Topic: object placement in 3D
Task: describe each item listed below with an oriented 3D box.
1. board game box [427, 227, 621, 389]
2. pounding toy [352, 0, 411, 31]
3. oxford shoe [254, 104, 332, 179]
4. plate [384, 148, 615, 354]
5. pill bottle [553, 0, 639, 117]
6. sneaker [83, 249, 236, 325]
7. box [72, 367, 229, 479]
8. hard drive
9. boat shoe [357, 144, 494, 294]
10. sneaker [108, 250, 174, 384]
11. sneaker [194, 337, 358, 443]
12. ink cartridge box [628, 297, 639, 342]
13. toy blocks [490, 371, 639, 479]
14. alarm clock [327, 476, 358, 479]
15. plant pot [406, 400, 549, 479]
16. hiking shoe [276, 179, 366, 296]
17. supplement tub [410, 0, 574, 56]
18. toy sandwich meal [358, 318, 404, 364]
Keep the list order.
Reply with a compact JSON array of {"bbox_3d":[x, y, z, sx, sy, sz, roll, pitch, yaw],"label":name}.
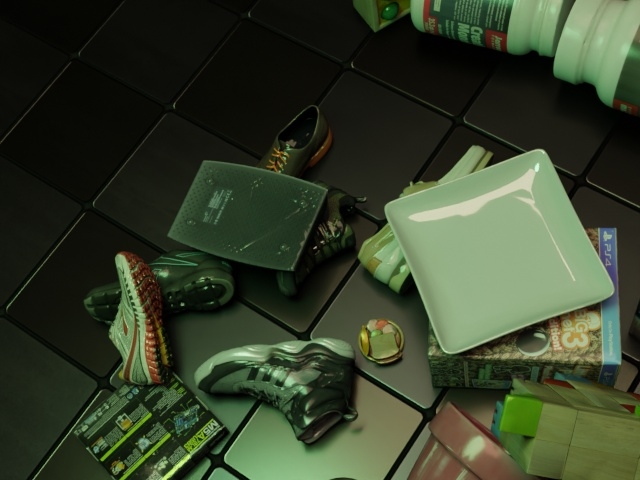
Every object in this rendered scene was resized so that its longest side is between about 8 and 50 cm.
[{"bbox_3d":[0.323,0.109,1.685,0.291,0.141,0.232,0,64,9],"label":"board game box"},{"bbox_3d":[0.151,-0.520,1.982,0.181,0.206,0.094,-31,64,-7],"label":"pounding toy"},{"bbox_3d":[-0.080,-0.131,1.886,0.097,0.098,0.271,27,71,19],"label":"oxford shoe"},{"bbox_3d":[0.272,0.019,1.632,0.277,0.045,0.278,-20,63,-2],"label":"plate"},{"bbox_3d":[0.604,-0.304,1.807,0.363,0.210,0.210,23,70,19],"label":"pill bottle"},{"bbox_3d":[-0.277,0.080,1.831,0.267,0.101,0.106,-10,43,3],"label":"sneaker"},{"bbox_3d":[-0.280,0.314,1.731,0.190,0.045,0.184,-43,68,-14],"label":"box"},{"bbox_3d":[-0.120,-0.038,1.790,0.254,0.054,0.172,14,71,27],"label":"hard drive"},{"bbox_3d":[0.182,-0.056,1.803,0.103,0.113,0.302,34,74,17],"label":"boat shoe"},{"bbox_3d":[-0.312,0.129,1.726,0.092,0.088,0.225,-10,87,15],"label":"sneaker"},{"bbox_3d":[-0.070,0.250,1.696,0.268,0.101,0.153,-8,61,2],"label":"sneaker"},{"bbox_3d":[0.629,0.027,1.666,0.332,0.165,0.065,-40,64,-12],"label":"ink cartridge box"},{"bbox_3d":[0.403,0.269,1.497,0.381,0.261,0.191,11,95,-7],"label":"toy blocks"},{"bbox_3d":[0.015,0.431,1.622,0.192,0.064,0.129,2,65,13],"label":"alarm clock"},{"bbox_3d":[0.211,0.368,1.559,0.201,0.201,0.180,40,91,23],"label":"plant pot"},{"bbox_3d":[0.000,0.000,1.818,0.114,0.086,0.227,14,66,18],"label":"hiking shoe"},{"bbox_3d":[0.318,-0.450,1.931,0.272,0.191,0.191,18,68,17],"label":"supplement tub"},{"bbox_3d":[0.101,0.166,1.753,0.085,0.029,0.086,-3,64,7],"label":"toy sandwich meal"}]
